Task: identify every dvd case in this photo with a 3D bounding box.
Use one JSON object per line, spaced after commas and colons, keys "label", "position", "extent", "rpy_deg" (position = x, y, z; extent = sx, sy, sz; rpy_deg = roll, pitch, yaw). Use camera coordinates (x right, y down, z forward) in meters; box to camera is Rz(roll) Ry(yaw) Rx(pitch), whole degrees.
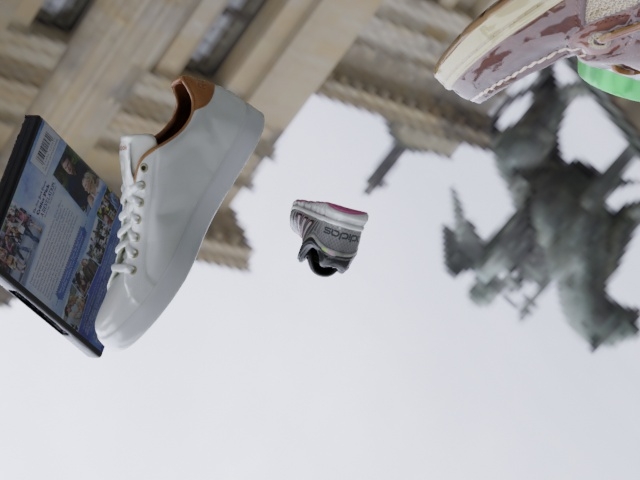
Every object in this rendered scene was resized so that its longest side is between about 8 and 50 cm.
{"label": "dvd case", "position": [-0.286, 0.001, 1.690], "extent": [0.253, 0.022, 0.180], "rpy_deg": [52, -132, -54]}

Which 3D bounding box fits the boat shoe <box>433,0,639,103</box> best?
{"label": "boat shoe", "position": [0.211, -0.148, 0.952], "extent": [0.123, 0.342, 0.123], "rpy_deg": [54, -134, -7]}

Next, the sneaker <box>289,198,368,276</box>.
{"label": "sneaker", "position": [0.000, 0.000, 1.591], "extent": [0.063, 0.075, 0.170], "rpy_deg": [17, 176, -17]}

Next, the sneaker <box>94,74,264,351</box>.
{"label": "sneaker", "position": [-0.175, -0.034, 1.525], "extent": [0.123, 0.290, 0.106], "rpy_deg": [32, 165, -23]}

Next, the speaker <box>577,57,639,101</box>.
{"label": "speaker", "position": [0.331, -0.283, 1.409], "extent": [0.131, 0.297, 0.131], "rpy_deg": [10, -157, -5]}
